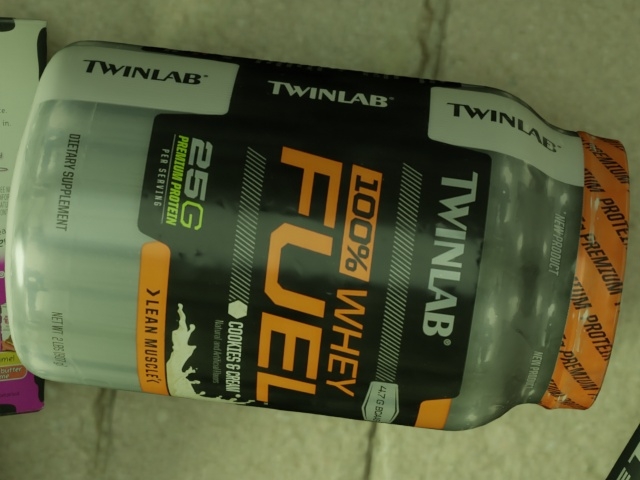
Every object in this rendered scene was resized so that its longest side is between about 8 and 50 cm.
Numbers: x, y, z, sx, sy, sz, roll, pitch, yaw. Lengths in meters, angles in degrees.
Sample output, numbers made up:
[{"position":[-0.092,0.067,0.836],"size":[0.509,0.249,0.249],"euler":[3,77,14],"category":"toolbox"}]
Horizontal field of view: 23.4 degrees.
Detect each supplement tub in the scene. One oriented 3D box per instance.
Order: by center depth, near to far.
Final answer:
[{"position":[0.000,0.000,0.857],"size":[0.316,0.193,0.193],"euler":[6,96,2],"category":"supplement tub"}]

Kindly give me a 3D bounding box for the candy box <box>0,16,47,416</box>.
[{"position":[-0.242,-0.013,0.887],"size":[0.159,0.071,0.233],"euler":[-2,98,-38],"category":"candy box"}]

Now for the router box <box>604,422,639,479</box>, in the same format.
[{"position":[0.310,0.156,0.915],"size":[0.243,0.081,0.309],"euler":[29,96,0],"category":"router box"}]
